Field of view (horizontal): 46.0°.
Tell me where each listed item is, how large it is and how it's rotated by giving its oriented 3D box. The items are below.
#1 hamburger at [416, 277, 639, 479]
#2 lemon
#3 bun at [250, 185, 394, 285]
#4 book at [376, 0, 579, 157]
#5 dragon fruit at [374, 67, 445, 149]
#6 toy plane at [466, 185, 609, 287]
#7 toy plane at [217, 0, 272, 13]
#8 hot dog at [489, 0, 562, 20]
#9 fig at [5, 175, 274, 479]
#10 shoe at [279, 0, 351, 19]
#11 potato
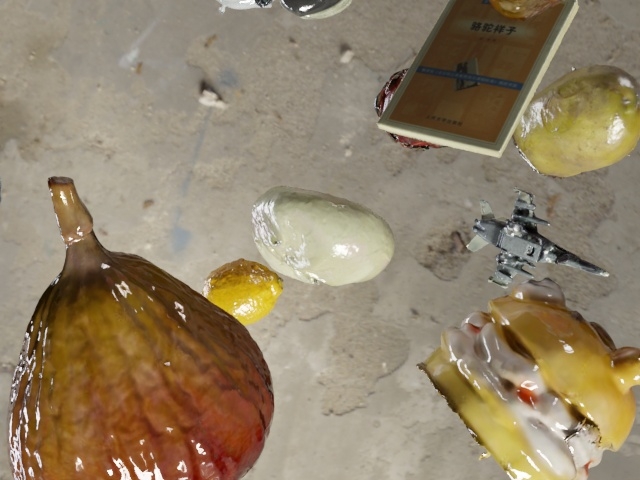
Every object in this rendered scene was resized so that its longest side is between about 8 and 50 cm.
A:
[{"bbox_3d":[0.287,0.187,0.981,0.237,0.276,0.276,-39,58,4],"label":"hamburger"},{"bbox_3d":[-0.165,0.110,1.609,0.187,0.142,0.142,-14,69,12],"label":"lemon"},{"bbox_3d":[0.000,0.000,1.780,0.361,0.361,0.213,14,88,35],"label":"bun"},{"bbox_3d":[0.196,-0.219,0.940,0.170,0.018,0.242,19,69,31],"label":"book"},{"bbox_3d":[0.197,-0.257,1.462,0.188,0.182,0.182,-20,64,61],"label":"dragon fruit"},{"bbox_3d":[0.385,0.014,1.355,0.262,0.088,0.192,28,116,42],"label":"toy plane"},{"bbox_3d":[-0.083,-0.508,1.516,0.182,0.273,0.107,-175,83,-69],"label":"toy plane"},{"bbox_3d":[0.152,-0.310,0.546,0.185,0.405,0.223,-35,86,16],"label":"hot dog"},{"bbox_3d":[-0.073,0.057,0.325,0.119,0.119,0.153,50,138,32],"label":"fig"},{"bbox_3d":[0.034,-0.396,1.011,0.227,0.112,0.099,-41,74,-15],"label":"shoe"},{"bbox_3d":[0.544,-0.247,1.531,0.266,0.229,0.229,-11,69,63],"label":"potato"}]
